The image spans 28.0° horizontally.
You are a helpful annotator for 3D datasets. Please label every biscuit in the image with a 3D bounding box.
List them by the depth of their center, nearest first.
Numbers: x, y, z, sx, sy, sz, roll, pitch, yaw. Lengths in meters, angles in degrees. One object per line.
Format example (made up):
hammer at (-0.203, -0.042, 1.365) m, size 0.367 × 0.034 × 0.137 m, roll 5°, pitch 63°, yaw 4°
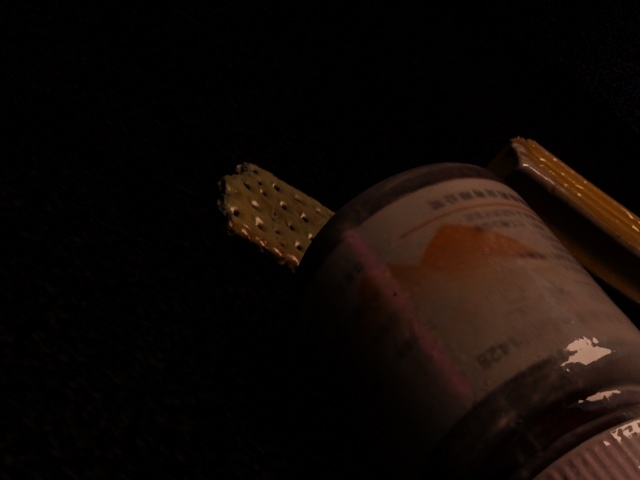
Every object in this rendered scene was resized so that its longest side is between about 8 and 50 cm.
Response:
biscuit at (-0.001, 0.001, 0.959) m, size 0.203 × 0.016 × 0.144 m, roll 30°, pitch 21°, yaw -28°

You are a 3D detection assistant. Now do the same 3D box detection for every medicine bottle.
medicine bottle at (0.108, 0.095, 0.714) m, size 0.165 × 0.165 × 0.273 m, roll 19°, pitch 26°, yaw -46°

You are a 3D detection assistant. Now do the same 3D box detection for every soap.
soap at (0.292, -0.031, 1.489) m, size 0.232 × 0.073 × 0.140 m, roll 34°, pitch 18°, yaw -15°
